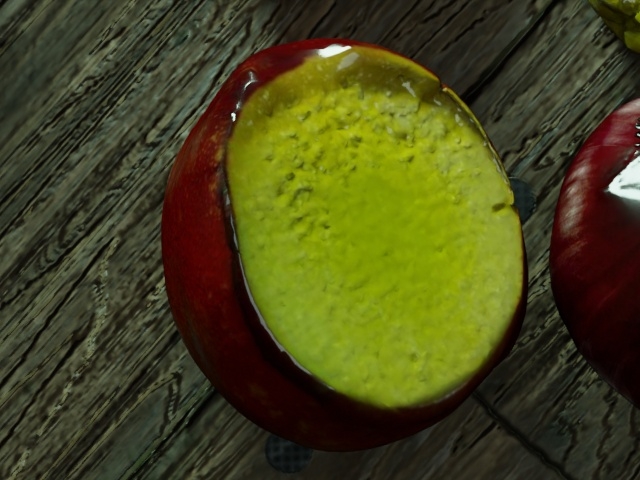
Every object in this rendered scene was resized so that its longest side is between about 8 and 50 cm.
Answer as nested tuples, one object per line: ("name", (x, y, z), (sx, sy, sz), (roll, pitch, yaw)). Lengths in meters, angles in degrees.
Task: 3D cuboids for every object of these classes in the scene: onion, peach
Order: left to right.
("peach", (0.000, 0.000, 1.299), (0.245, 0.248, 0.274), (-13, 100, 39))
("onion", (0.294, 0.029, 1.338), (0.273, 0.285, 0.273), (0, 55, 0))

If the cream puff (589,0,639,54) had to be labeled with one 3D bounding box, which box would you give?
("cream puff", (0.260, -0.194, 1.357), (0.146, 0.116, 0.146), (0, 95, 2))
